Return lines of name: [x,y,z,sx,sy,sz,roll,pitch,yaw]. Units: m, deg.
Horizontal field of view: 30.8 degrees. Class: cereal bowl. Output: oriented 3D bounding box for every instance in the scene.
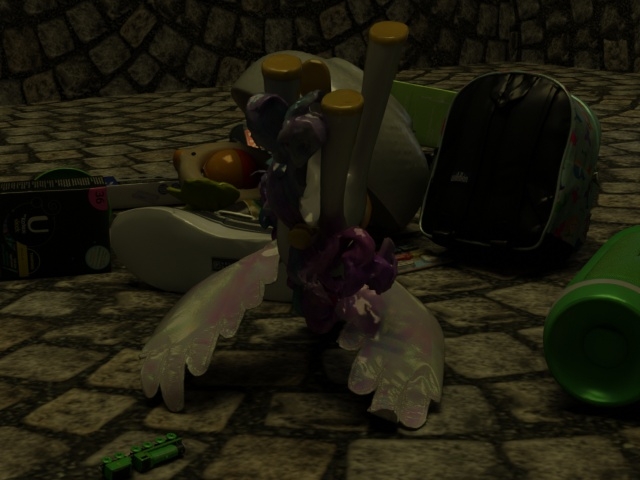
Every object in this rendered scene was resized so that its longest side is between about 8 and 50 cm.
cereal bowl: [0.035,-0.168,1.732,0.339,0.141,0.339,40,-4,4]

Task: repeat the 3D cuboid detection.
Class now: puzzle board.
puzzle board: [0.106,0.027,1.601,0.128,0.011,0.096,-12,17,-34]

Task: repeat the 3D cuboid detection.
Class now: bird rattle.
bird rattle: [-0.111,-0.086,1.704,0.253,0.143,0.207,-15,45,-21]

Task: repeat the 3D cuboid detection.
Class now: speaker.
speaker: [0.316,0.068,1.178,0.131,0.131,0.296,5,15,24]

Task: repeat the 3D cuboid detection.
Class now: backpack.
backpack: [0.273,-0.101,1.608,0.225,0.254,0.191,9,-3,39]

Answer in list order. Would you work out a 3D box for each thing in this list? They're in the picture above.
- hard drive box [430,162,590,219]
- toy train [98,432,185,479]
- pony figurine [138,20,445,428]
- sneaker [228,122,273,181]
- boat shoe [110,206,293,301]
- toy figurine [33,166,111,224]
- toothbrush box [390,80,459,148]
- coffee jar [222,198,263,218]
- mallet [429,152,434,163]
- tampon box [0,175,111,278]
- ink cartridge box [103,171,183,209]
hard drive box: [0.301,-0.086,1.873,0.232,0.089,0.181,-1,14,0]
toy train: [-0.149,0.184,0.983,0.083,0.017,0.023,-14,28,-42]
pony figurine: [0.000,0.000,1.168,0.302,0.364,0.351,9,32,13]
sneaker: [-0.099,-0.117,1.916,0.131,0.148,0.350,-5,15,-15]
boat shoe: [-0.123,0.009,1.502,0.301,0.108,0.102,6,16,20]
toy figurine: [-0.404,-0.030,1.748,0.173,0.130,0.159,-30,7,-12]
toothbrush box: [0.183,-0.258,2.363,0.283,0.122,0.206,13,7,7]
coffee jar: [-0.041,-0.024,1.602,0.184,0.096,0.079,-15,14,-12]
mallet: [0.269,-0.135,1.836,0.189,0.062,0.039,-16,13,0]
tampon box: [-0.374,-0.020,1.608,0.161,0.121,0.101,-5,14,-12]
ink cartridge box: [-0.345,-0.085,2.025,0.207,0.046,0.097,-6,14,-16]
